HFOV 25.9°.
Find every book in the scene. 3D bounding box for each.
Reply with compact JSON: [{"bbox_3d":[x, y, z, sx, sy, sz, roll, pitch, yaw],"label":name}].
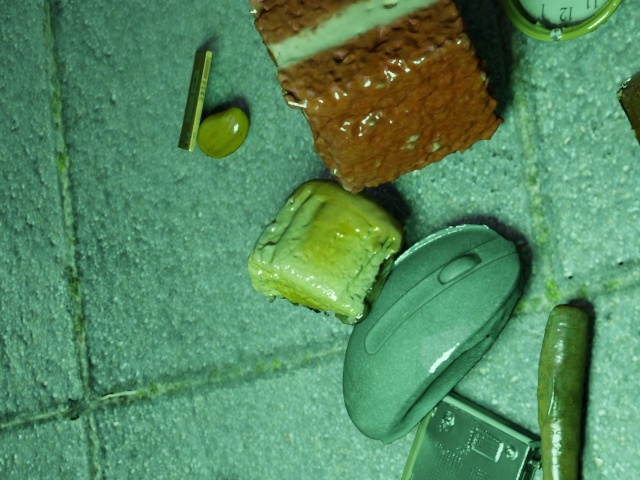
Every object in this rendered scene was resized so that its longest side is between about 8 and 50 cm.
[{"bbox_3d":[-0.215,-0.239,2.380,0.118,0.012,0.172,-154,75,-73],"label":"book"}]

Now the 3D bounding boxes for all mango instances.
[{"bbox_3d":[-0.161,-0.184,2.338,0.114,0.060,0.080,-37,63,33],"label":"mango"}]

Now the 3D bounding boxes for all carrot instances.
[{"bbox_3d":[0.325,0.257,1.896,0.070,0.070,0.343,2,89,40],"label":"carrot"}]

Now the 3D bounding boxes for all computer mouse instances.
[{"bbox_3d":[0.140,0.131,2.001,0.374,0.114,0.203,-55,37,21],"label":"computer mouse"}]

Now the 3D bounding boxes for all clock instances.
[{"bbox_3d":[0.350,-0.389,1.941,0.237,0.057,0.237,-5,82,41],"label":"clock"}]

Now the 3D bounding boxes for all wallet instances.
[{"bbox_3d":[0.460,-0.150,1.846,0.095,0.026,0.176,-35,64,34],"label":"wallet"}]

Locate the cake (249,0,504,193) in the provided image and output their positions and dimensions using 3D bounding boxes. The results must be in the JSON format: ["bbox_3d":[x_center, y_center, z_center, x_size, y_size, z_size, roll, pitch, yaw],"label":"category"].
[{"bbox_3d":[0.067,-0.275,1.975,0.270,0.269,0.320,-24,59,4],"label":"cake"}]

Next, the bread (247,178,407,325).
[{"bbox_3d":[0.000,0.000,2.090,0.262,0.162,0.204,8,58,51],"label":"bread"}]

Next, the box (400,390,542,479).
[{"bbox_3d":[0.201,0.373,1.999,0.210,0.045,0.270,27,103,39],"label":"box"}]
